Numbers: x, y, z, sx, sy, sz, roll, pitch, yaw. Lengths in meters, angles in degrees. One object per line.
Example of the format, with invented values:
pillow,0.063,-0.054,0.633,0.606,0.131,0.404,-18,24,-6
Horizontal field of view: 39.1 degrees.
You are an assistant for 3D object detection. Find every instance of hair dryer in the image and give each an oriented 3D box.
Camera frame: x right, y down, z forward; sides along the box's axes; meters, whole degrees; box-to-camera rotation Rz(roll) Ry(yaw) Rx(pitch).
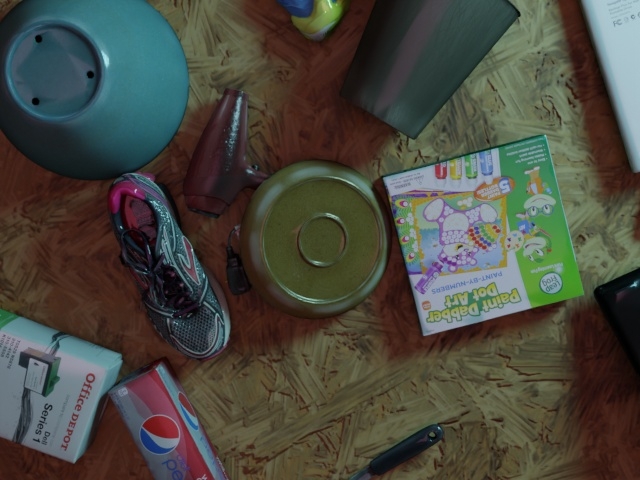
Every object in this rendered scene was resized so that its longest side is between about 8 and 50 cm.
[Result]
hair dryer,-0.092,-0.085,1.337,0.223,0.080,0.294,-25,101,-13

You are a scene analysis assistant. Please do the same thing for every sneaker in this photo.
sneaker,-0.233,0.045,1.317,0.120,0.112,0.299,-28,95,3
sneaker,0.023,-0.409,1.282,0.126,0.091,0.240,37,95,-3

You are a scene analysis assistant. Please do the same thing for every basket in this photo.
basket,0.136,-0.271,1.268,0.204,0.154,0.227,29,99,-19

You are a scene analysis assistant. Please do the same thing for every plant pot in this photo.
plant pot,-0.342,-0.226,1.249,0.290,0.195,0.290,0,95,1
plant pot,0.000,0.000,1.312,0.236,0.032,0.236,-1,95,-17

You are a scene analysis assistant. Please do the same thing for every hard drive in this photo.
hard drive,0.506,-0.275,1.296,0.203,0.040,0.308,-18,91,10

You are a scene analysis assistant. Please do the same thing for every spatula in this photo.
spatula,0.062,0.367,1.386,0.296,0.030,0.084,-34,92,4

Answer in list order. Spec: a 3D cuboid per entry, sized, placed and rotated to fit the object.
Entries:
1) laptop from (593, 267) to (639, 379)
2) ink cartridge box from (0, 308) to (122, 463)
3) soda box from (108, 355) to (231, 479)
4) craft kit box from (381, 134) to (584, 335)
laptop,0.670,0.200,1.361,0.381,0.236,0.408,-24,70,2
ink cartridge box,-0.429,0.214,1.343,0.219,0.092,0.160,20,96,-1
soda box,-0.214,0.313,1.351,0.083,0.092,0.263,-27,95,2
craft kit box,0.239,-0.008,1.340,0.249,0.061,0.247,-15,98,2
